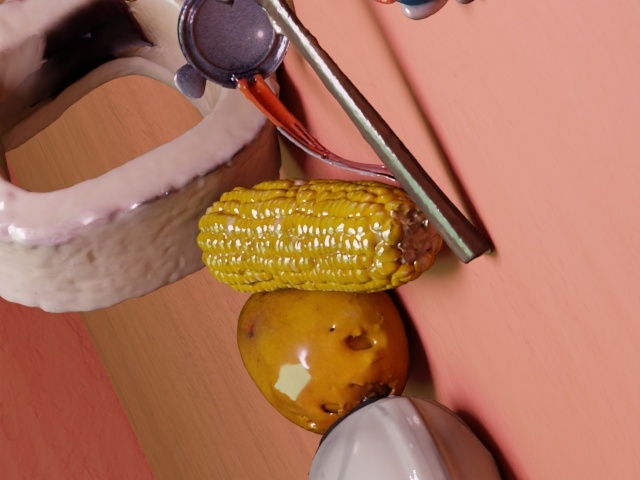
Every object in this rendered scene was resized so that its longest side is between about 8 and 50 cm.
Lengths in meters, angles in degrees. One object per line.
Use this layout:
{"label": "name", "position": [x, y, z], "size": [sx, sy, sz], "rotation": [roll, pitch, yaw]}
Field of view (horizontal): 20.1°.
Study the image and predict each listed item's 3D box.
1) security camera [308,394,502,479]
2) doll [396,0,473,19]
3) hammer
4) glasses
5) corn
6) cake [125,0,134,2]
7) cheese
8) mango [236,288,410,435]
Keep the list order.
{"label": "security camera", "position": [0.072, 0.261, 1.513], "size": [0.191, 0.197, 0.277], "rotation": [-117, 20, -51]}
{"label": "doll", "position": [0.047, -0.203, 1.132], "size": [0.114, 0.085, 0.152], "rotation": [28, 158, 20]}
{"label": "hammer", "position": [0.025, -0.101, 1.327], "size": [0.297, 0.027, 0.125], "rotation": [53, 152, 6]}
{"label": "glasses", "position": [-0.035, -0.167, 1.410], "size": [0.268, 0.118, 0.234], "rotation": [50, 154, 47]}
{"label": "corn", "position": [0.003, -0.003, 1.489], "size": [0.313, 0.102, 0.102], "rotation": [2, 114, 56]}
{"label": "cake", "position": [-0.157, -0.350, 1.601], "size": [0.135, 0.112, 0.246], "rotation": [127, 123, -70]}
{"label": "cheese", "position": [-0.204, -0.101, 1.672], "size": [0.292, 0.332, 0.153], "rotation": [47, 156, 26]}
{"label": "mango", "position": [-0.001, 0.087, 1.635], "size": [0.249, 0.151, 0.156], "rotation": [-127, 56, -72]}
